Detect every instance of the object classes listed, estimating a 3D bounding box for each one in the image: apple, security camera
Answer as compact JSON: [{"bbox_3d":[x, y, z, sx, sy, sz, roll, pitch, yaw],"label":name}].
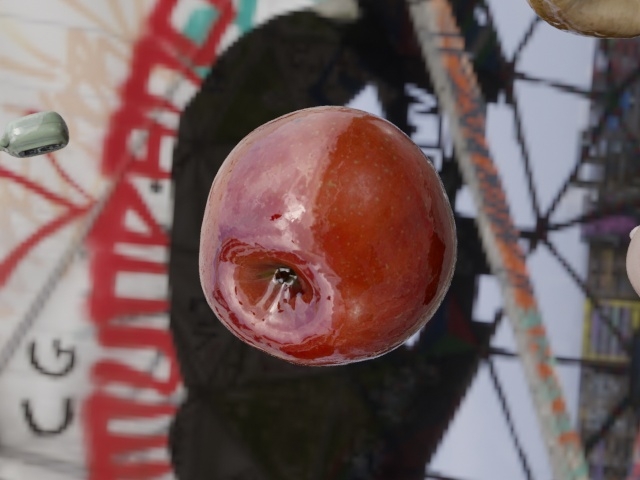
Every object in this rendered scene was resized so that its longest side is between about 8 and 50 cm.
[{"bbox_3d":[0.000,0.000,1.584,0.216,0.260,0.260,-50,-33,-50],"label":"apple"},{"bbox_3d":[-0.252,-0.080,1.302,0.058,0.092,0.058,-14,-90,-87],"label":"security camera"}]

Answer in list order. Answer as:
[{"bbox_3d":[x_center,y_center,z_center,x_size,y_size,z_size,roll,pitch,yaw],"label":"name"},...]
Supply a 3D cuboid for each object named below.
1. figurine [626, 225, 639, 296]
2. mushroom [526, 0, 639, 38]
[{"bbox_3d":[0.372,0.021,1.604,0.138,0.125,0.125,55,165,32],"label":"figurine"},{"bbox_3d":[0.258,-0.271,1.191,0.146,0.278,0.278,57,164,34],"label":"mushroom"}]
